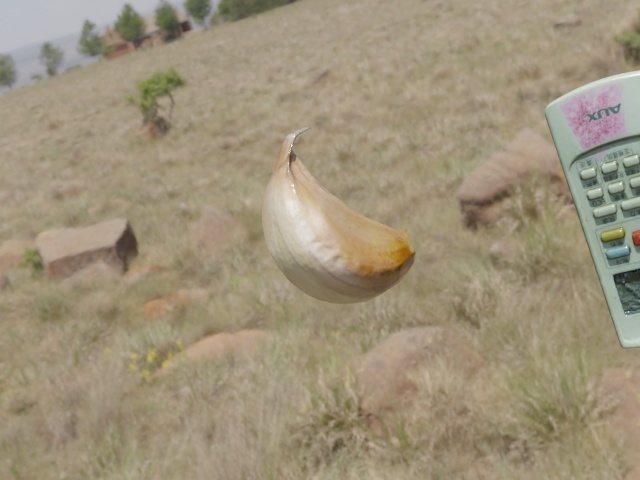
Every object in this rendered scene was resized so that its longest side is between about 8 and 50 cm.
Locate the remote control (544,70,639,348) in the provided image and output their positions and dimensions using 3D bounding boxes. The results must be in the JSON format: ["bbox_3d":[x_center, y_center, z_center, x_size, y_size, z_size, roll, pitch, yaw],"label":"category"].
[{"bbox_3d":[0.398,-0.036,1.049,0.145,0.343,0.050,-18,7,29],"label":"remote control"}]

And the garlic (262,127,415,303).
[{"bbox_3d":[0.004,0.002,0.897,0.128,0.207,0.115,-36,31,19],"label":"garlic"}]
